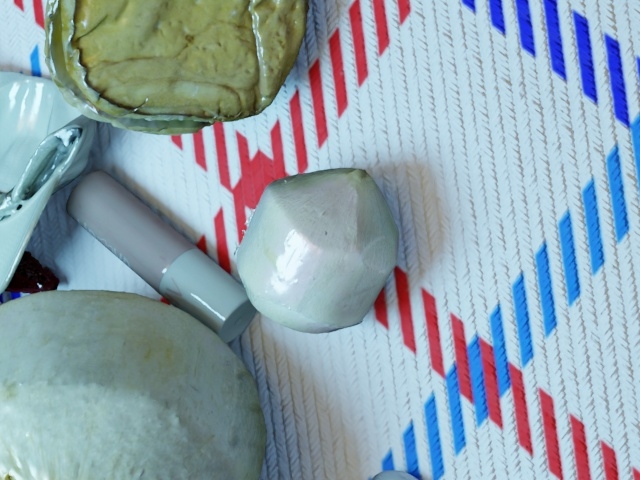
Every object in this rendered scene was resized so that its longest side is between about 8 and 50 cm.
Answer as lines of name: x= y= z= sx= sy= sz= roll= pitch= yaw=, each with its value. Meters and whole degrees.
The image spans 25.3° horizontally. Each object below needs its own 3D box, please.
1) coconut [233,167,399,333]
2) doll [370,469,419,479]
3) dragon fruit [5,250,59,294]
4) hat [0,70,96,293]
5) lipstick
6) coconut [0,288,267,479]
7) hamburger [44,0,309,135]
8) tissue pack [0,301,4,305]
coconut: x=0.000 y=0.000 z=1.517 sx=0.171 sy=0.171 sz=0.183 roll=32 pitch=108 yaw=22
doll: x=0.081 y=0.465 z=1.429 sx=0.187 sy=0.365 sz=0.376 roll=-7 pitch=103 yaw=-11
dragon fruit: x=-0.385 y=0.046 z=1.767 sx=0.131 sy=0.097 sz=0.063 roll=21 pitch=105 yaw=5
hat: x=-0.394 y=-0.061 z=1.694 sx=0.257 sy=0.168 sz=0.302 roll=15 pitch=88 yaw=14
lipstick: x=-0.186 y=0.018 z=1.659 sx=0.254 sy=0.070 sz=0.070 roll=38 pitch=108 yaw=20
coconut: x=-0.251 y=0.242 z=1.555 sx=0.415 sy=0.415 sz=0.345 roll=11 pitch=113 yaw=26
hamburger: x=-0.152 y=-0.239 z=1.526 sx=0.144 sy=0.283 sz=0.260 roll=35 pitch=113 yaw=63
tissue pack: x=-0.470 y=0.180 z=1.774 sx=0.148 sy=0.092 sz=0.246 roll=40 pitch=110 yaw=-5
